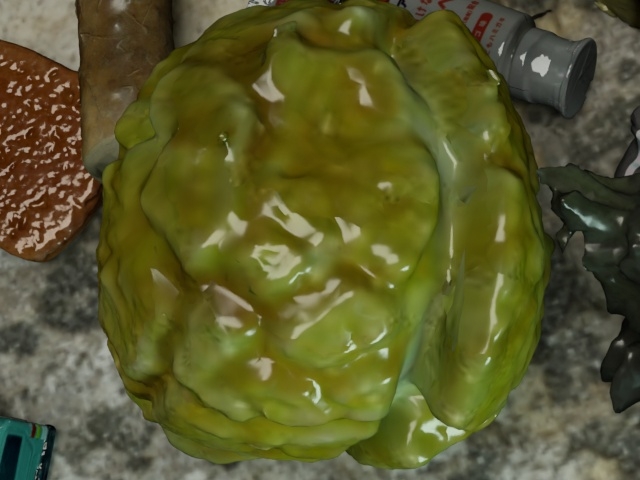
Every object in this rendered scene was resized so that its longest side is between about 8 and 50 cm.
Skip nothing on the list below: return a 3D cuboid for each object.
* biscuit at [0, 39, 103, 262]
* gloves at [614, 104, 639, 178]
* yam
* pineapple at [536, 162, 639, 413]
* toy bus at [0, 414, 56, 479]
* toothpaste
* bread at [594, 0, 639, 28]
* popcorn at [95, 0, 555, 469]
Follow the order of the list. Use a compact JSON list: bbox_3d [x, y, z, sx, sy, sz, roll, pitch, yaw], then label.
[{"bbox_3d":[-0.235,-0.045,1.046,0.192,0.036,0.186,21,82,15],"label":"biscuit"},{"bbox_3d":[0.274,-0.131,0.912,0.142,0.119,0.285,26,82,-14],"label":"gloves"},{"bbox_3d":[-0.121,-0.207,1.016,0.081,0.081,0.357,-7,73,13],"label":"yam"},{"bbox_3d":[0.256,0.084,0.806,0.223,0.223,0.357,-45,73,2],"label":"pineapple"},{"bbox_3d":[-0.262,0.139,0.990,0.160,0.092,0.079,8,80,16],"label":"toy bus"},{"bbox_3d":[0.058,-0.133,0.989,0.234,0.057,0.089,19,87,25],"label":"toothpaste"},{"bbox_3d":[0.102,-0.237,0.887,0.198,0.263,0.236,-22,75,12],"label":"bread"},{"bbox_3d":[0.001,-0.009,0.879,0.282,0.247,0.282,-1,73,2],"label":"popcorn"}]
